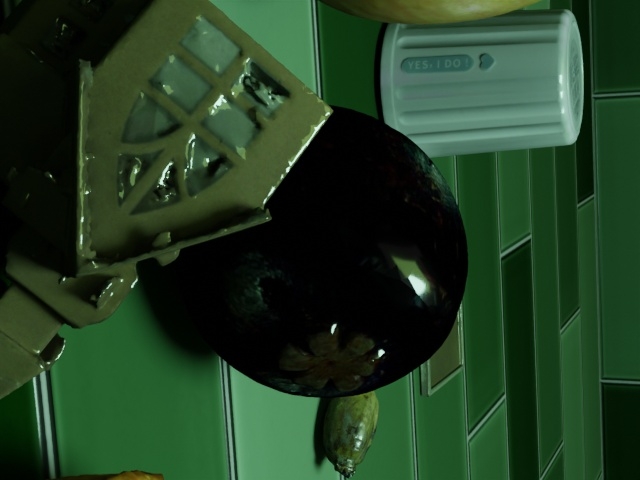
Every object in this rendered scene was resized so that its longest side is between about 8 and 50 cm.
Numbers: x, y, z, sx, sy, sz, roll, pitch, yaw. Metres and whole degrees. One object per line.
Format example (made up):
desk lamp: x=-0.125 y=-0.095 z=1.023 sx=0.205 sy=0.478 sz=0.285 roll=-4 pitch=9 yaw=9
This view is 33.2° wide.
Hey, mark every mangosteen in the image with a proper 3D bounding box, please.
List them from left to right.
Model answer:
mangosteen: x=0.000 y=0.000 z=0.786 sx=0.243 sy=0.243 sz=0.243 roll=0 pitch=90 yaw=-66

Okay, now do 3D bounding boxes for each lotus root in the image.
lotus root: x=0.027 y=0.179 z=1.027 sx=0.054 sy=0.049 sz=0.099 roll=68 pitch=30 yaw=-56

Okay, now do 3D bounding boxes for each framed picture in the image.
framed picture: x=0.152 y=0.081 z=1.358 sx=0.150 sy=0.015 sz=0.203 roll=-19 pitch=108 yaw=-65

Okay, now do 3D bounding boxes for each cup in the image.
cup: x=0.180 y=-0.201 z=1.192 sx=0.167 sy=0.202 sz=0.221 roll=-48 pitch=133 yaw=-60

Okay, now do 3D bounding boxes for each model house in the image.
model house: x=-0.143 y=-0.011 z=0.566 sx=0.176 sy=0.181 sz=0.248 roll=38 pitch=76 yaw=-12

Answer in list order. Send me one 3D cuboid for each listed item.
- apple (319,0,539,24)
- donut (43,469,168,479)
apple: x=0.090 y=-0.351 z=0.787 sx=0.346 sy=0.391 sz=0.391 roll=56 pitch=38 yaw=-30
donut: x=-0.134 y=0.246 z=0.579 sx=0.253 sy=0.118 sz=0.253 roll=-2 pitch=90 yaw=-68
